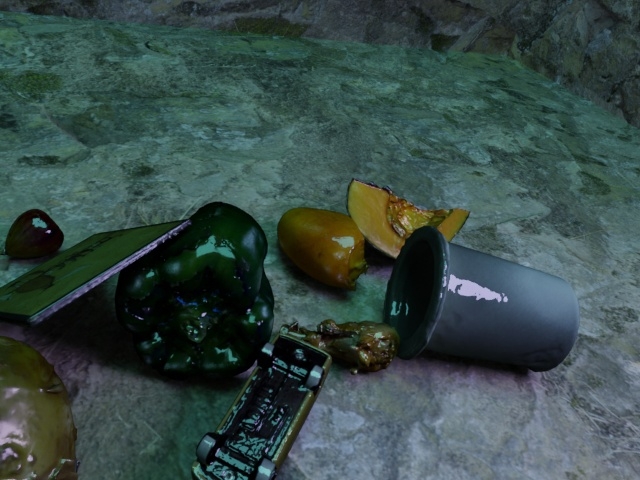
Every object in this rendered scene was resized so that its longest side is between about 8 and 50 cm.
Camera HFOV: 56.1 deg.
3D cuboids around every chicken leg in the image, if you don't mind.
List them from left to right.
[{"bbox_3d":[0.029,0.174,1.010,0.207,0.085,0.101,5,19,3],"label":"chicken leg"}]

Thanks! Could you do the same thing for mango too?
[{"bbox_3d":[0.000,0.000,1.223,0.153,0.126,0.252,-21,37,-28],"label":"mango"}]

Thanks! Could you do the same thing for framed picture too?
[{"bbox_3d":[-0.372,0.043,0.895,0.338,0.014,0.255,-3,28,48],"label":"framed picture"}]

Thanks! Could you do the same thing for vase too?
[{"bbox_3d":[0.287,0.121,1.079,0.291,0.245,0.245,15,32,-14],"label":"vase"}]

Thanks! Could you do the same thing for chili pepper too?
[{"bbox_3d":[-0.186,0.070,0.953,0.233,0.249,0.257,0,23,1],"label":"chili pepper"}]

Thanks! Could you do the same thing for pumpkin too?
[{"bbox_3d":[0.172,-0.010,1.332,0.312,0.148,0.169,12,67,-17],"label":"pumpkin"}]

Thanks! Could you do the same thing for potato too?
[{"bbox_3d":[-0.434,0.218,0.667,0.299,0.196,0.246,-11,39,-31],"label":"potato"}]

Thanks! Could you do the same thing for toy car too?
[{"bbox_3d":[-0.076,0.252,0.818,0.101,0.124,0.257,21,43,12],"label":"toy car"}]

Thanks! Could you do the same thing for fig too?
[{"bbox_3d":[-0.528,0.004,1.073,0.125,0.089,0.089,-39,56,-21],"label":"fig"}]

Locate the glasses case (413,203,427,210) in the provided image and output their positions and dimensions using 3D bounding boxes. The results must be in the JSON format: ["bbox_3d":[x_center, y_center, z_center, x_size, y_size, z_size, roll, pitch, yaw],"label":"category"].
[{"bbox_3d":[0.232,-0.081,1.529,0.083,0.021,0.032,6,31,-12],"label":"glasses case"}]
